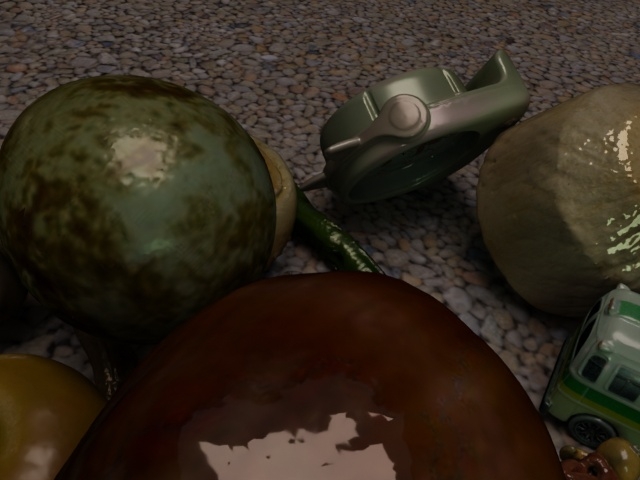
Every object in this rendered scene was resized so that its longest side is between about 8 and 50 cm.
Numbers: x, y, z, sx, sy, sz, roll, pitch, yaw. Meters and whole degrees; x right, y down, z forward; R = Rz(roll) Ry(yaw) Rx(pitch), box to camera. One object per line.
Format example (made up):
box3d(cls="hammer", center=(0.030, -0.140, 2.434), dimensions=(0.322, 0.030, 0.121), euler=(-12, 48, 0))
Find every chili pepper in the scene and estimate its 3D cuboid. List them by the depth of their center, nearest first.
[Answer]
box3d(cls="chili pepper", center=(0.000, 0.000, 0.856), dimensions=(0.085, 0.076, 0.359), euler=(2, 37, -38))

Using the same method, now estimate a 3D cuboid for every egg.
box3d(cls="egg", center=(-0.177, -0.035, 0.562), dimensions=(0.289, 0.238, 0.238), euler=(31, 47, 33))

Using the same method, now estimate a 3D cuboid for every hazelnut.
box3d(cls="hazelnut", center=(-0.009, 0.185, 0.435), dimensions=(0.366, 0.366, 0.366), euler=(4, 42, -4))

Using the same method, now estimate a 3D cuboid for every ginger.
box3d(cls="ginger", center=(-0.277, 0.056, 0.655), dimensions=(0.086, 0.131, 0.294), euler=(-29, 88, -3))

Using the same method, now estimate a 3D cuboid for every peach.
box3d(cls="peach", center=(-0.299, 0.214, 0.523), dimensions=(0.251, 0.153, 0.251), euler=(-8, 35, 6))

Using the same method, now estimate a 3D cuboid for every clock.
box3d(cls="clock", center=(0.123, -0.154, 0.889), dimensions=(0.324, 0.265, 0.108), euler=(-17, 78, -24))

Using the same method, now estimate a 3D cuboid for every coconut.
box3d(cls="coconut", center=(0.358, -0.047, 0.811), dimensions=(0.329, 0.329, 0.329), euler=(4, 42, -4))

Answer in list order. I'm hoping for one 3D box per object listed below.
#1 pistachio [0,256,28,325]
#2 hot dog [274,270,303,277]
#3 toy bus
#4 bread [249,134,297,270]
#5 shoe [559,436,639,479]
box3d(cls="pistachio", center=(-0.426, 0.028, 0.713), dimensions=(0.138, 0.153, 0.238), euler=(-7, 18, -30))
box3d(cls="hot dog", center=(-0.015, 0.111, 0.729), dimensions=(0.099, 0.053, 0.192), euler=(-25, 49, -11))
box3d(cls="toy bus", center=(0.405, 0.174, 0.645), dimensions=(0.276, 0.164, 0.133), euler=(25, 46, 19))
box3d(cls="bread", center=(-0.181, -0.044, 0.809), dimensions=(0.305, 0.159, 0.305), euler=(2, 46, -2))
box3d(cls="shoe", center=(0.283, 0.246, 0.619), dimensions=(0.109, 0.069, 0.072), euler=(-3, 43, -2))
